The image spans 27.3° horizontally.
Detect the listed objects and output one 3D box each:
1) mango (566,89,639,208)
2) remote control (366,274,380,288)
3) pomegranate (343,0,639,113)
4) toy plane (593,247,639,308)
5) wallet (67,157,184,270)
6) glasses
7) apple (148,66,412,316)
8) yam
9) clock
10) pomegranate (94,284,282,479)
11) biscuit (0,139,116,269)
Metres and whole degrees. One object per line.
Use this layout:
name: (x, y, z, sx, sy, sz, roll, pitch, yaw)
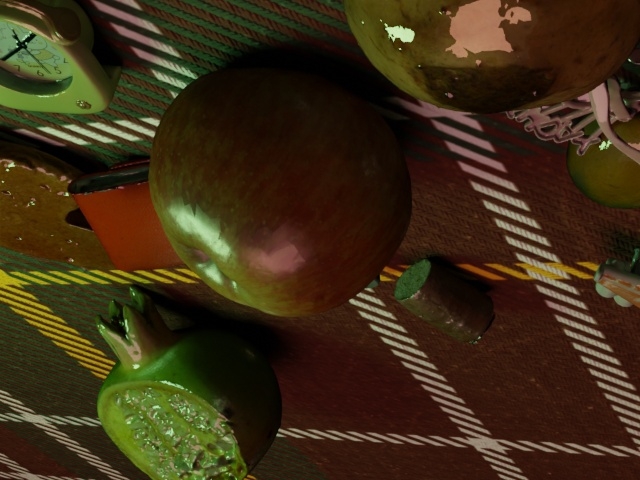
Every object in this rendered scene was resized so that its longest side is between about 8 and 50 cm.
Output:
mango: (0.322, -0.088, 1.372, 0.130, 0.092, 0.195, 7, 160, 11)
remote control: (0.000, 0.000, 1.742, 0.072, 0.042, 0.222, -11, 141, 41)
pomegranate: (0.137, -0.229, 0.985, 0.281, 0.281, 0.281, 12, 152, 6)
toy plane: (0.443, 0.063, 1.552, 0.244, 0.118, 0.245, 11, 152, 6)
wallet: (-0.240, -0.032, 1.771, 0.142, 0.045, 0.204, -11, 147, 5)
glasses: (0.231, -0.145, 1.201, 0.162, 0.095, 0.255, 0, 145, 26)
apple: (-0.056, -0.045, 1.465, 0.309, 0.250, 0.277, -11, 143, 45)
yam: (0.167, 0.080, 1.771, 0.127, 0.084, 0.084, 34, 147, -25)
clock: (-0.330, -0.232, 1.454, 0.170, 0.069, 0.232, 7, 150, 17)
pomegranate: (-0.211, 0.221, 2.109, 0.309, 0.216, 0.359, -14, 110, 44)
biscuit: (-0.375, -0.052, 1.832, 0.262, 0.052, 0.277, 10, 152, 0)
